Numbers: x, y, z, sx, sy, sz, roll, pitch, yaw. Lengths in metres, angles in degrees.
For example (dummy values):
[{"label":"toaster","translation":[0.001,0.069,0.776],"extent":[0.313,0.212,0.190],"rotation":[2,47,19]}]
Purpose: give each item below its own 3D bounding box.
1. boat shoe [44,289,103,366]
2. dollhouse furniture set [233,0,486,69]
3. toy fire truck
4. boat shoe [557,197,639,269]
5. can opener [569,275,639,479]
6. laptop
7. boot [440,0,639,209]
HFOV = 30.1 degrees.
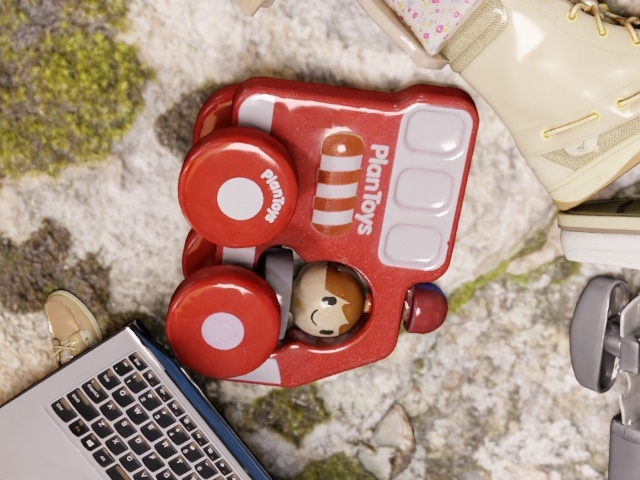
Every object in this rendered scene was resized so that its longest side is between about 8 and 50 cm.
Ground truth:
[{"label":"boat shoe","translation":[-0.256,0.118,1.253],"extent":[0.050,0.045,0.135],"rotation":[-21,101,24]},{"label":"dollhouse furniture set","translation":[0.022,-0.234,0.899],"extent":[0.303,0.174,0.355],"rotation":[-47,69,28]},{"label":"toy fire truck","translation":[0.000,0.000,1.070],"extent":[0.253,0.169,0.302],"rotation":[7,113,-3]},{"label":"boat shoe","translation":[0.344,0.024,0.971],"extent":[0.302,0.113,0.103],"rotation":[5,105,17]},{"label":"can opener","translation":[0.278,0.169,1.084],"extent":[0.095,0.076,0.283],"rotation":[20,119,47]},{"label":"laptop","translation":[-0.138,0.295,1.145],"extent":[0.408,0.236,0.382],"rotation":[-32,103,22]},{"label":"boot","translation":[0.232,-0.175,0.954],"extent":[0.262,0.095,0.203],"rotation":[-40,91,30]}]
